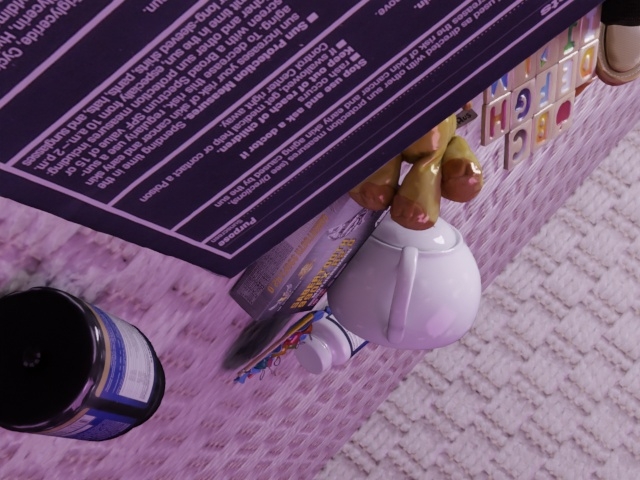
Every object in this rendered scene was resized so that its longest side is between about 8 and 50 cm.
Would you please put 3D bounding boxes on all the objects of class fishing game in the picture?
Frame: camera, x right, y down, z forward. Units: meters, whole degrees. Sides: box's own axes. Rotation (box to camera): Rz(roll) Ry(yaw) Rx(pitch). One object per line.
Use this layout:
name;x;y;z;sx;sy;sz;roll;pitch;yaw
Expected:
fishing game;-0.051;0.167;1.383;0.189;0.041;0.264;-38;173;-11

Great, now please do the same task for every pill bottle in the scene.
pill bottle;-0.222;0.123;0.834;0.123;0.123;0.219;-46;163;-6
pill bottle;0.035;0.160;1.578;0.169;0.094;0.094;-35;159;-34

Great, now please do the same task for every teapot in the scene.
teapot;0.129;0.035;1.346;0.253;0.256;0.187;-12;121;-34

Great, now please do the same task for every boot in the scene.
boot;0.436;-0.300;1.429;0.220;0.109;0.283;117;-14;-56

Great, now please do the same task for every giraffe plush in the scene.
giraffe plush;0.116;-0.144;1.031;0.210;0.181;0.170;-50;157;-24

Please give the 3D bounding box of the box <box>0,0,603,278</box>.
box;-0.044;-0.157;0.372;0.296;0.182;0.294;-36;152;15

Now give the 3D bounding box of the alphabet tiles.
alphabet tiles;0.292;-0.274;1.154;0.285;0.011;0.342;-32;131;-38

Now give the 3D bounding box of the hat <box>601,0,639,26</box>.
hat;0.478;-0.446;1.203;0.331;0.134;0.331;-37;-150;25

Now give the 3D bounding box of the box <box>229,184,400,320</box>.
box;0.000;0.000;1.214;0.231;0.056;0.183;-53;163;13
